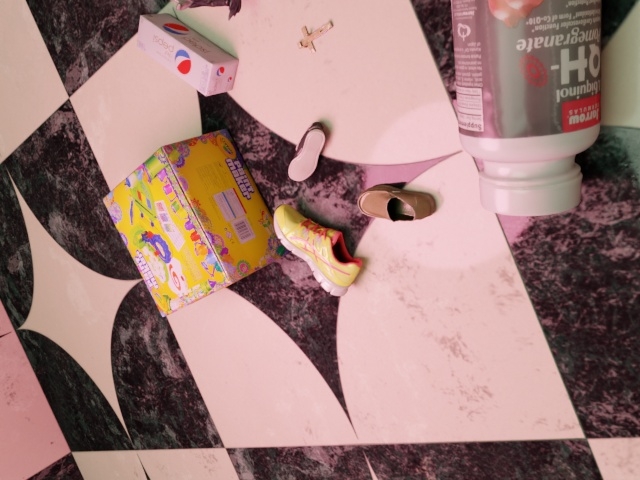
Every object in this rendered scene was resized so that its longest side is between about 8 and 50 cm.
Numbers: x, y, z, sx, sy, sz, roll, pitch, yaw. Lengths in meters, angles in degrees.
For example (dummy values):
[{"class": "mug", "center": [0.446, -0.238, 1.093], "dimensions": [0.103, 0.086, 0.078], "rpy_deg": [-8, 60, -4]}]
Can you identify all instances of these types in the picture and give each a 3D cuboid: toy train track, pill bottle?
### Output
[{"class": "toy train track", "center": [-0.012, -0.350, 1.101], "dimensions": [0.083, 0.014, 0.048], "rpy_deg": [-19, 96, 43]}, {"class": "pill bottle", "center": [0.261, -0.201, 0.818], "dimensions": [0.176, 0.176, 0.319], "rpy_deg": [7, 114, 39]}]

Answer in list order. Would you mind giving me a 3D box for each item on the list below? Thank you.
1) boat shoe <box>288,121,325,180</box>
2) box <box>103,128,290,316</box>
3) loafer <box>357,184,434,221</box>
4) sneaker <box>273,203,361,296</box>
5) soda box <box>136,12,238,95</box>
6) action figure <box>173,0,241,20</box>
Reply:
[{"class": "boat shoe", "center": [-0.025, -0.162, 1.179], "dimensions": [0.046, 0.038, 0.125], "rpy_deg": [14, 135, -12]}, {"class": "box", "center": [-0.266, -0.031, 1.349], "dimensions": [0.279, 0.177, 0.290], "rpy_deg": [-25, 92, 44]}, {"class": "loafer", "center": [0.119, -0.061, 1.090], "dimensions": [0.147, 0.050, 0.056], "rpy_deg": [4, 111, 40]}, {"class": "sneaker", "center": [0.000, 0.000, 1.210], "dimensions": [0.208, 0.081, 0.094], "rpy_deg": [46, 125, 7]}, {"class": "soda box", "center": [-0.265, -0.369, 1.270], "dimensions": [0.216, 0.073, 0.069], "rpy_deg": [38, 129, 22]}, {"class": "action figure", "center": [-0.221, -0.484, 1.138], "dimensions": [0.275, 0.140, 0.164], "rpy_deg": [20, 109, 35]}]
